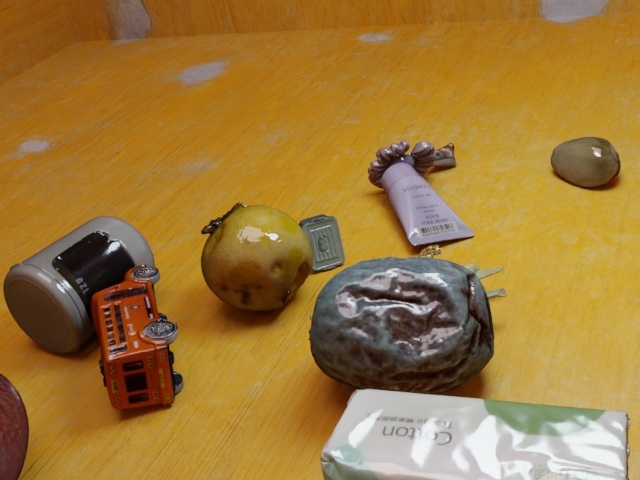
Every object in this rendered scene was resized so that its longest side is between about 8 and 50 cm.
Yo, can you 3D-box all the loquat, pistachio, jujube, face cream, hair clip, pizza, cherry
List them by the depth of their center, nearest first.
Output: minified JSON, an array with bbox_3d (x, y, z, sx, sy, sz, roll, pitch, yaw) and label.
[{"bbox_3d":[-0.608,0.339,1.371,0.261,0.221,0.307,-31,48,-17],"label":"cherry"},{"bbox_3d":[0.145,0.148,1.430,0.308,0.215,0.246,10,71,11],"label":"jujube"},{"bbox_3d":[-0.138,0.031,1.726,0.244,0.243,0.244,-8,30,5],"label":"loquat"},{"bbox_3d":[0.241,0.024,1.822,0.037,0.016,0.083,24,43,37],"label":"pizza"},{"bbox_3d":[0.230,-0.076,1.937,0.154,0.096,0.273,-7,37,-19],"label":"face cream"},{"bbox_3d":[0.631,-0.189,1.980,0.108,0.126,0.185,22,4,-37],"label":"pistachio"},{"bbox_3d":[0.250,-0.199,2.106,0.300,0.173,0.069,-14,60,-40],"label":"hair clip"}]

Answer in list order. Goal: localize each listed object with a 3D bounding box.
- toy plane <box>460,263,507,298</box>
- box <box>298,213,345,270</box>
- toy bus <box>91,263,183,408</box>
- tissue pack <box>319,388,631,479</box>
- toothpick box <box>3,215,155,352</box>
[{"bbox_3d":[0.230,0.110,1.606,0.256,0.104,0.242,-23,16,-33],"label":"toy plane"},{"bbox_3d":[0.000,0.000,1.850,0.084,0.122,0.069,-16,18,-11],"label":"box"},{"bbox_3d":[-0.362,0.179,1.619,0.153,0.142,0.329,-10,30,-14],"label":"toy bus"},{"bbox_3d":[0.196,0.342,1.036,0.357,0.266,0.194,1,26,21],"label":"tissue pack"},{"bbox_3d":[-0.503,0.078,1.801,0.229,0.228,0.316,8,33,30],"label":"toothpick box"}]
